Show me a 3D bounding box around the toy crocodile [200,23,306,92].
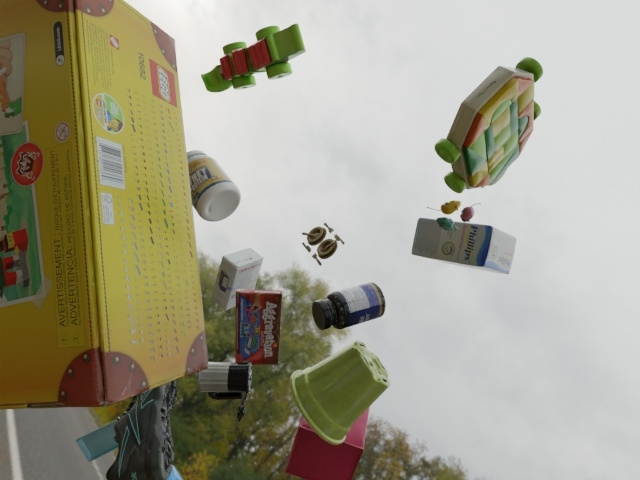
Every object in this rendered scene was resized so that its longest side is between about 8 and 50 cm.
[{"bbox_3d":[-0.175,-0.458,1.099,0.340,0.105,0.115,0,-71,40],"label":"toy crocodile"}]

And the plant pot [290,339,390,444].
[{"bbox_3d":[0.083,0.480,1.438,0.276,0.254,0.276,48,9,-10],"label":"plant pot"}]

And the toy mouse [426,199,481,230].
[{"bbox_3d":[0.426,-0.067,1.353,0.160,0.031,0.143,-15,-44,12],"label":"toy mouse"}]

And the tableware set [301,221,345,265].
[{"bbox_3d":[0.000,0.000,1.605,0.039,0.128,0.194,47,1,-35],"label":"tableware set"}]

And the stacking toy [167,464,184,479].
[{"bbox_3d":[-0.435,0.638,0.935,0.175,0.301,0.166,-103,177,-67],"label":"stacking toy"}]

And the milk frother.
[{"bbox_3d":[-0.257,0.401,1.152,0.143,0.134,0.129,-97,-172,-75],"label":"milk frother"}]

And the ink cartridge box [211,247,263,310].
[{"bbox_3d":[-0.330,0.150,1.720,0.093,0.154,0.213,35,-59,23],"label":"ink cartridge box"}]

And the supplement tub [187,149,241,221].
[{"bbox_3d":[-0.352,-0.170,1.330,0.200,0.144,0.144,48,-30,26],"label":"supplement tub"}]

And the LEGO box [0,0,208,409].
[{"bbox_3d":[-0.387,-0.039,0.600,0.372,0.193,0.501,-9,-96,19],"label":"LEGO box"}]

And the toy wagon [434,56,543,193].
[{"bbox_3d":[0.390,-0.223,0.972,0.068,0.267,0.344,44,-3,37],"label":"toy wagon"}]

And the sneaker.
[{"bbox_3d":[-0.340,0.329,0.833,0.267,0.106,0.101,-106,-172,-50],"label":"sneaker"}]

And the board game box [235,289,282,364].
[{"bbox_3d":[-0.201,0.285,1.395,0.027,0.144,0.282,-106,-161,-63],"label":"board game box"}]

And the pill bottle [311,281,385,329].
[{"bbox_3d":[0.089,0.214,1.387,0.123,0.219,0.123,38,-46,54],"label":"pill bottle"}]

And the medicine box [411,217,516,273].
[{"bbox_3d":[0.540,0.021,1.625,0.289,0.263,0.149,10,-92,42],"label":"medicine box"}]

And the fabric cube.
[{"bbox_3d":[0.034,0.768,1.702,0.254,0.258,0.259,18,-66,4],"label":"fabric cube"}]

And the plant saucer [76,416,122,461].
[{"bbox_3d":[-0.460,0.443,1.013,0.067,0.191,0.018,70,-15,-15],"label":"plant saucer"}]
